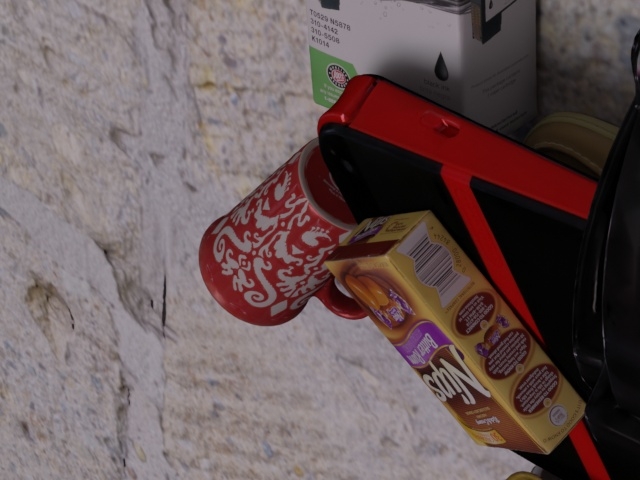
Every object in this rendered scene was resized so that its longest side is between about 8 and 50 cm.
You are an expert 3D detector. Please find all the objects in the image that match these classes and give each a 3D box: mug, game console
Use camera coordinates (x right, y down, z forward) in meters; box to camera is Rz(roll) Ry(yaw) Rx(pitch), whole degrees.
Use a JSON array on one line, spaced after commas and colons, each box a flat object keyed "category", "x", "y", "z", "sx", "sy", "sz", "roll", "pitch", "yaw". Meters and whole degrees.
[{"category": "mug", "x": -0.003, "y": -0.009, "z": 1.527, "sx": 0.169, "sy": 0.150, "sz": 0.113, "roll": -44, "pitch": 44, "yaw": 50}, {"category": "game console", "x": 0.169, "y": 0.063, "z": 1.266, "sx": 0.342, "sy": 0.060, "sz": 0.386, "roll": 26, "pitch": 154, "yaw": 47}]

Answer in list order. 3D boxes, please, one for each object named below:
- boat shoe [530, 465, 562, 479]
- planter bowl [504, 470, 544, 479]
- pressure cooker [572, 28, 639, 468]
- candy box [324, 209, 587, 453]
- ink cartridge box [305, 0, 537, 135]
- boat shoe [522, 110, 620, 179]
[{"category": "boat shoe", "x": 0.198, "y": 0.247, "z": 1.499, "sx": 0.040, "sy": 0.049, "sz": 0.142, "roll": 5, "pitch": 122, "yaw": 49}, {"category": "planter bowl", "x": 0.215, "y": 0.282, "z": 1.396, "sx": 0.217, "sy": 0.090, "sz": 0.217, "roll": 173, "pitch": 90, "yaw": -72}, {"category": "pressure cooker", "x": 0.337, "y": -0.011, "z": 0.866, "sx": 0.420, "sy": 0.370, "sz": 0.376, "roll": 22, "pitch": 128, "yaw": 35}, {"category": "candy box", "x": 0.095, "y": 0.066, "z": 1.257, "sx": 0.187, "sy": 0.053, "sz": 0.109, "roll": 49, "pitch": 161, "yaw": -13}, {"category": "ink cartridge box", "x": 0.070, "y": -0.191, "z": 1.288, "sx": 0.160, "sy": 0.092, "sz": 0.219, "roll": 24, "pitch": 133, "yaw": 38}, {"category": "boat shoe", "x": 0.237, "y": 0.024, "z": 1.249, "sx": 0.285, "sy": 0.089, "sz": 0.104, "roll": 45, "pitch": 143, "yaw": 16}]
